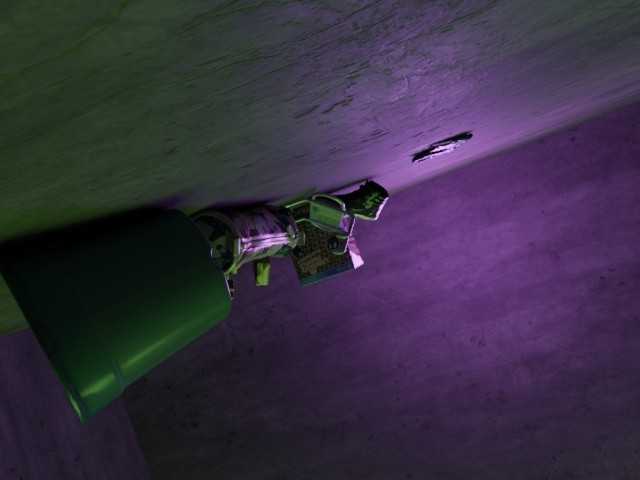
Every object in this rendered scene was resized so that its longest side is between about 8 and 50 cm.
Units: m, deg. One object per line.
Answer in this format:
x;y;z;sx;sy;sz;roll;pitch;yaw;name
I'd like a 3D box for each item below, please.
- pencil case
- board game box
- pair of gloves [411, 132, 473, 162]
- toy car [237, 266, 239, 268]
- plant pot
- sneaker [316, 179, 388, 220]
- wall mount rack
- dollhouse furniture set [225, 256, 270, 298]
-0.196;-0.010;1.464;0.184;0.159;0.410;-3;-175;20;pencil case
0.000;0.000;2.147;0.232;0.291;0.141;-21;179;19;board game box
0.381;-0.291;1.747;0.159;0.023;0.198;-18;177;-21;pair of gloves
-0.270;0.012;2.112;0.225;0.053;0.239;-47;176;-39;toy car
-0.378;0.117;1.067;0.334;0.341;0.341;-29;-177;-29;plant pot
0.119;-0.159;1.995;0.296;0.104;0.147;4;134;-34;sneaker
-0.044;-0.061;1.878;0.304;0.130;0.350;18;163;3;wall mount rack
-0.304;0.069;1.883;0.242;0.212;0.161;-1;-145;-14;dollhouse furniture set
